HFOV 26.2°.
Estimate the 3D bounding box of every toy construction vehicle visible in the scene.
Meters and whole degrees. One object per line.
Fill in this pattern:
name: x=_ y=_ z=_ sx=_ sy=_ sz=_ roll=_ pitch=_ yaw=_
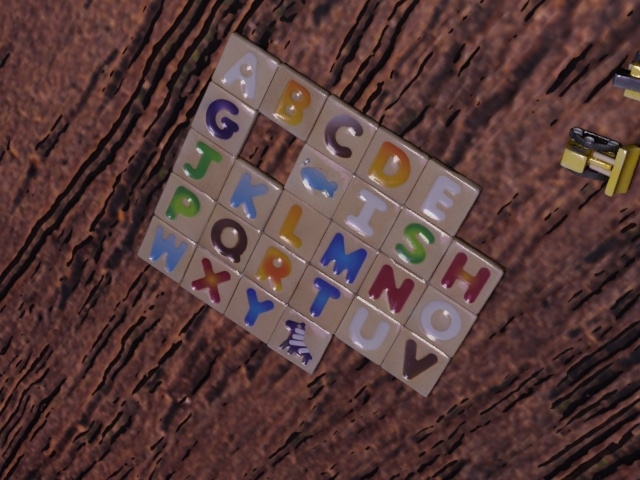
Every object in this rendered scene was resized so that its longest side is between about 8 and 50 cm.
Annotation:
toy construction vehicle: x=0.193 y=-0.059 z=0.802 sx=0.098 sy=0.035 sz=0.085 roll=25 pitch=120 yaw=16

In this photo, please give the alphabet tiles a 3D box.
alphabet tiles: x=0.000 y=0.000 z=0.942 sx=0.237 sy=0.009 sz=0.198 roll=34 pitch=122 yaw=11
